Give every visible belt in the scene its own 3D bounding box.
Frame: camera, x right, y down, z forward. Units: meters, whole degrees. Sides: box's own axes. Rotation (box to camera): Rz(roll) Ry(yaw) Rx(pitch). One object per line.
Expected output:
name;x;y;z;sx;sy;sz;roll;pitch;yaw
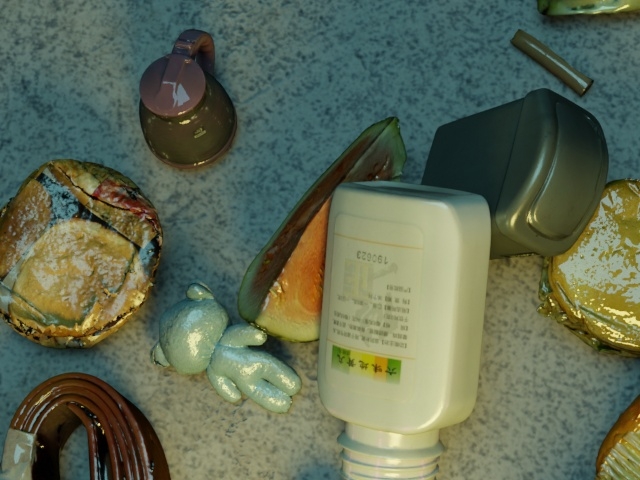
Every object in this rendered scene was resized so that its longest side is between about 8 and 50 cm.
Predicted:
belt;-0.264;0.281;1.873;0.184;0.105;0.261;-8;71;6

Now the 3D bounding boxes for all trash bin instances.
trash bin;0.211;-0.067;1.871;0.101;0.236;0.177;24;71;-29

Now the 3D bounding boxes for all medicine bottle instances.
medicine bottle;0.086;0.103;1.821;0.179;0.124;0.324;10;98;37

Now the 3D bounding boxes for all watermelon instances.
watermelon;0.017;0.018;1.920;0.128;0.159;0.303;39;67;-9

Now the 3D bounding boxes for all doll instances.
doll;-0.103;0.127;1.930;0.179;0.075;0.120;29;107;-5

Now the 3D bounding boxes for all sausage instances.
sausage;0.278;-0.216;2.022;0.116;0.026;0.026;39;80;18

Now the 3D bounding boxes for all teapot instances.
teapot;-0.154;-0.171;1.993;0.116;0.146;0.148;40;80;18

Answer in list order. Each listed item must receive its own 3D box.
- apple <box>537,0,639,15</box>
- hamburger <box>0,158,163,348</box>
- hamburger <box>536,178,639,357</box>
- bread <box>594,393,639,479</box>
apple;0.388;-0.377;2.021;0.265;0.120;0.193;-4;59;3
hamburger;-0.287;0.020;1.968;0.231;0.107;0.231;-1;75;5
hamburger;0.356;0.037;1.876;0.215;0.122;0.189;14;80;7
bread;0.379;0.204;1.797;0.114;0.132;0.190;39;95;24
